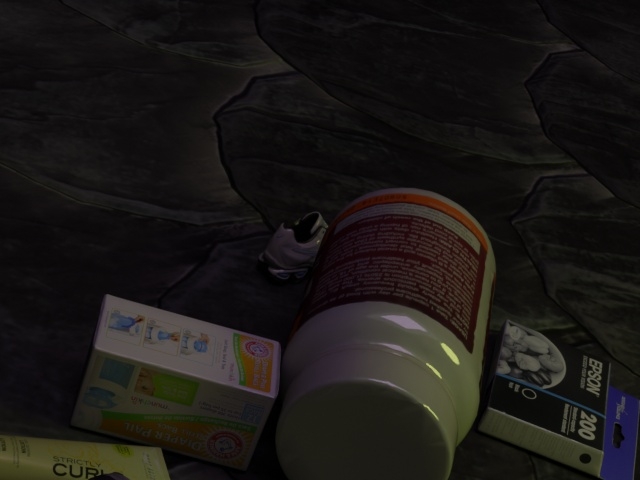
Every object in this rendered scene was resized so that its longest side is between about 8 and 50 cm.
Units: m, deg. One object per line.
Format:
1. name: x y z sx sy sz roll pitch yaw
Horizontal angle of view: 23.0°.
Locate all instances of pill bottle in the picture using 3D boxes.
1. pill bottle: 0.076 0.123 1.794 0.224 0.224 0.392 21 31 -1

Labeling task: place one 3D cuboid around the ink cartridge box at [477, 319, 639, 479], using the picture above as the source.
1. ink cartridge box: 0.310 0.204 1.979 0.208 0.045 0.206 23 32 0

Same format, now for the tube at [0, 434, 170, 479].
1. tube: -0.262 0.231 1.595 0.240 0.062 0.070 10 74 -26

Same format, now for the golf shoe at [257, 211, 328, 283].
1. golf shoe: 0.000 0.000 2.062 0.069 0.086 0.176 38 34 28

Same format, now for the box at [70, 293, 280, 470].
1. box: -0.156 0.155 1.711 0.203 0.114 0.103 16 31 -8

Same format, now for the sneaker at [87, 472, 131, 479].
1. sneaker: -0.231 0.323 1.415 0.180 0.125 0.321 -7 26 -15
